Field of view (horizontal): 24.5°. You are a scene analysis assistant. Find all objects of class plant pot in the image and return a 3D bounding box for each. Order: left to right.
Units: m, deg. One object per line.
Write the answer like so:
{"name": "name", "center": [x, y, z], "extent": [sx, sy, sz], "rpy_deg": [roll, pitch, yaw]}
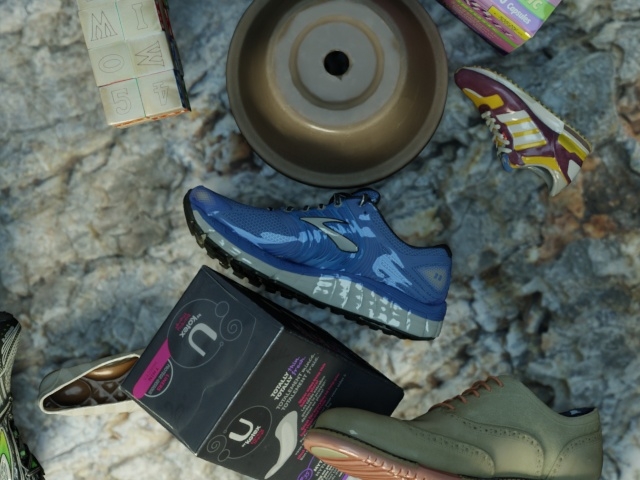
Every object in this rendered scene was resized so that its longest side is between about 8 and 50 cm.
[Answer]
{"name": "plant pot", "center": [0.018, -0.184, 1.629], "extent": [0.263, 0.229, 0.263], "rpy_deg": [0, 93, 0]}

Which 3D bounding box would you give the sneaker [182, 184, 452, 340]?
{"name": "sneaker", "center": [0.000, 0.000, 1.701], "extent": [0.330, 0.130, 0.147], "rpy_deg": [21, 81, -6]}

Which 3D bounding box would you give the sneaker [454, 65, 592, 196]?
{"name": "sneaker", "center": [0.222, -0.128, 1.707], "extent": [0.185, 0.069, 0.084], "rpy_deg": [34, 87, 0]}

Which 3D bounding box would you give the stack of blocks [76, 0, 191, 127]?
{"name": "stack of blocks", "center": [-0.224, -0.280, 1.656], "extent": [0.087, 0.171, 0.297], "rpy_deg": [-14, 93, 1]}

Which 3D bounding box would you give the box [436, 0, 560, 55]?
{"name": "box", "center": [0.171, -0.321, 1.615], "extent": [0.213, 0.243, 0.117], "rpy_deg": [39, 92, -2]}

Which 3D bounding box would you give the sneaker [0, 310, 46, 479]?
{"name": "sneaker", "center": [-0.380, 0.248, 1.710], "extent": [0.146, 0.134, 0.344], "rpy_deg": [7, 101, -6]}

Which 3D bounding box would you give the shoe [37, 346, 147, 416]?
{"name": "shoe", "center": [-0.226, 0.169, 1.727], "extent": [0.219, 0.058, 0.077], "rpy_deg": [-12, 92, 1]}

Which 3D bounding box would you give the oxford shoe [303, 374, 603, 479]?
{"name": "oxford shoe", "center": [0.155, 0.216, 1.643], "extent": [0.397, 0.140, 0.147], "rpy_deg": [16, 79, -34]}

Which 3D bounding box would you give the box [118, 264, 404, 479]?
{"name": "box", "center": [-0.058, 0.162, 1.608], "extent": [0.143, 0.270, 0.165], "rpy_deg": [35, 91, 37]}
